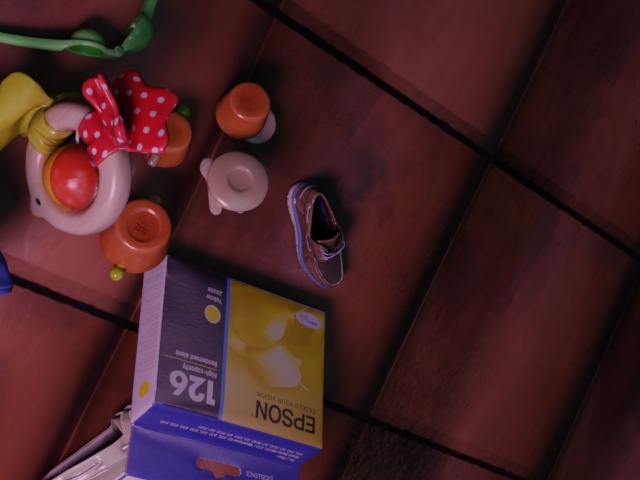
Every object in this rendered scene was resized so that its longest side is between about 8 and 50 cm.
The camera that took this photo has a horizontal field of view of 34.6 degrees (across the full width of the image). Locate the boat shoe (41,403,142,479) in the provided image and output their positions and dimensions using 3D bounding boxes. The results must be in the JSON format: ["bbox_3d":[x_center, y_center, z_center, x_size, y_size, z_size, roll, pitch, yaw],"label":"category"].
[{"bbox_3d":[-0.259,0.284,1.465,0.302,0.109,0.094,-42,108,-23],"label":"boat shoe"}]

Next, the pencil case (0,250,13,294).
[{"bbox_3d":[-0.444,-0.056,1.185,0.119,0.133,0.306,-16,84,-8],"label":"pencil case"}]

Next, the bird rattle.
[{"bbox_3d":[-0.286,-0.110,1.254,0.143,0.253,0.207,-27,122,-62],"label":"bird rattle"}]

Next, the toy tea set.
[{"bbox_3d":[-0.195,-0.090,1.431,0.336,0.124,0.200,-26,86,-23],"label":"toy tea set"}]

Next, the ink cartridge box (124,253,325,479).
[{"bbox_3d":[-0.123,0.207,1.469,0.304,0.072,0.307,23,52,-37],"label":"ink cartridge box"}]

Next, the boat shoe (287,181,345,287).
[{"bbox_3d":[0.000,0.000,1.588,0.066,0.066,0.183,-33,118,-23],"label":"boat shoe"}]

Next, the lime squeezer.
[{"bbox_3d":[-0.285,-0.282,1.330,0.310,0.059,0.110,-30,117,-23],"label":"lime squeezer"}]
